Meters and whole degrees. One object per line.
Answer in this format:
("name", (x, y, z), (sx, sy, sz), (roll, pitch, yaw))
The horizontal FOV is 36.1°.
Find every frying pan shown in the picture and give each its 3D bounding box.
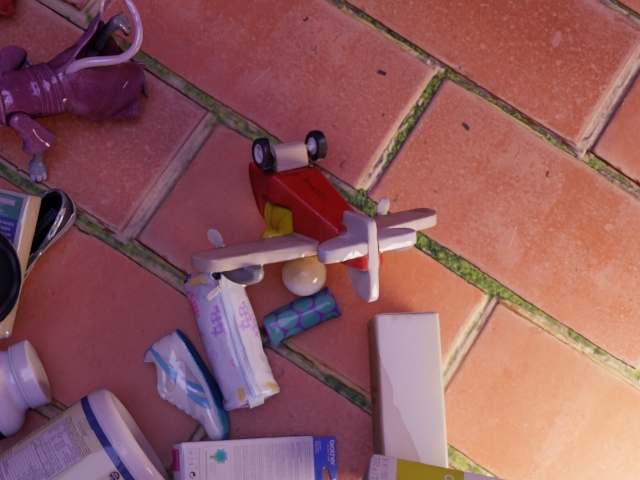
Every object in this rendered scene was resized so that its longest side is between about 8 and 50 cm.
("frying pan", (-0.636, 0.125, 1.733), (0.197, 0.053, 0.326), (22, 93, 9))

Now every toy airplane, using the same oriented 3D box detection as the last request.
("toy airplane", (0.000, 0.000, 1.802), (0.386, 0.272, 0.384), (16, 34, 7))

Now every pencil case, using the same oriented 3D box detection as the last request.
("pencil case", (-0.165, 0.182, 1.845), (0.114, 0.124, 0.273), (-14, 82, -28))
("pencil case", (-0.036, 0.148, 1.891), (0.152, 0.064, 0.070), (-25, 120, -9))

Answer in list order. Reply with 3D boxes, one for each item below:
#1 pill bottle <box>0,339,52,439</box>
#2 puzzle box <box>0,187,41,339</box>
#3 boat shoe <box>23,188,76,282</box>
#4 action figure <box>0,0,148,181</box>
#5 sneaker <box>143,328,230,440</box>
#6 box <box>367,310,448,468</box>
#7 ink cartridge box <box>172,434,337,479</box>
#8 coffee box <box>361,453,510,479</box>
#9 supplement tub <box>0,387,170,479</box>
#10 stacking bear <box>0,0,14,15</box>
("pill bottle", (-0.659, 0.295, 1.757), (0.323, 0.181, 0.181), (-22, 82, -8))
("puzzle box", (-0.734, 0.007, 1.807), (0.409, 0.052, 0.272), (13, 90, 10))
("boat shoe", (-0.579, 0.024, 1.854), (0.108, 0.102, 0.301), (41, 79, 4))
("action figure", (-0.502, -0.275, 1.844), (0.370, 0.276, 0.248), (-25, 88, -22))
("sneaker", (-0.246, 0.285, 1.846), (0.092, 0.087, 0.228), (-32, 79, 2))
("box", (0.161, 0.295, 1.839), (0.121, 0.148, 0.311), (-2, 78, -4))
("ink cartridge box", (-0.115, 0.453, 1.792), (0.311, 0.065, 0.185), (2, 79, -26))
("coffee box", (0.198, 0.607, 1.620), (0.335, 0.338, 0.337), (12, 44, -3))
("supplement tub", (-0.452, 0.439, 1.719), (0.325, 0.235, 0.235), (-34, 84, -9))
("stacking bear", (-0.741, -0.517, 1.918), (0.289, 0.164, 0.175), (11, 55, -13))
